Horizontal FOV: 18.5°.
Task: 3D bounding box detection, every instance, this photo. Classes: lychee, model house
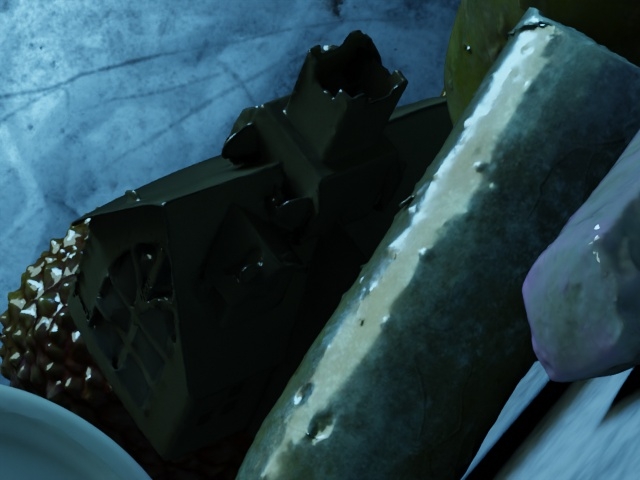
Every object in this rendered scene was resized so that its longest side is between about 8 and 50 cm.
[{"bbox_3d":[-0.112,0.079,1.498,0.267,0.267,0.267,-50,1,1],"label":"lychee"},{"bbox_3d":[0.000,0.000,1.094,0.211,0.204,0.243,-22,-28,-34],"label":"model house"}]

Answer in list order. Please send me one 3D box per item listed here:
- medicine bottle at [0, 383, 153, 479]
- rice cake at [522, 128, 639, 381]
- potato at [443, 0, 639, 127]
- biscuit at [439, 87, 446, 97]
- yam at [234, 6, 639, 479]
[{"bbox_3d":[-0.212,0.229,1.010,0.241,0.252,0.252,-48,2,44],"label":"medicine bottle"},{"bbox_3d":[0.181,-0.074,0.793,0.365,0.056,0.072,-51,3,-38],"label":"rice cake"},{"bbox_3d":[0.153,-0.134,0.958,0.192,0.141,0.296,-40,-27,-34],"label":"potato"},{"bbox_3d":[0.255,-0.227,1.755,0.366,0.115,0.268,-47,2,41],"label":"biscuit"},{"bbox_3d":[0.060,0.025,0.841,0.259,0.093,0.093,-57,1,-3],"label":"yam"}]
